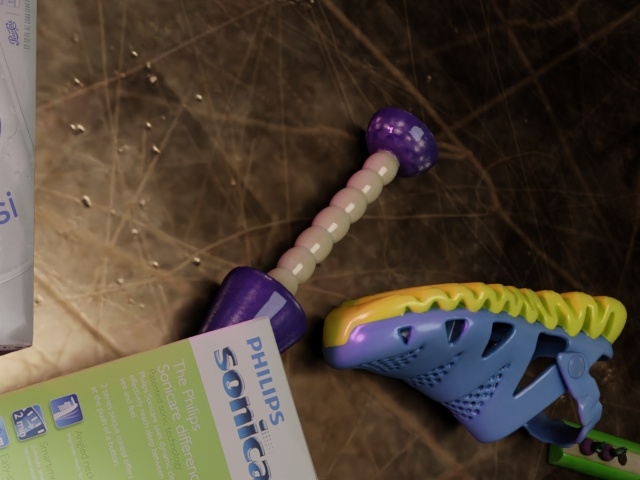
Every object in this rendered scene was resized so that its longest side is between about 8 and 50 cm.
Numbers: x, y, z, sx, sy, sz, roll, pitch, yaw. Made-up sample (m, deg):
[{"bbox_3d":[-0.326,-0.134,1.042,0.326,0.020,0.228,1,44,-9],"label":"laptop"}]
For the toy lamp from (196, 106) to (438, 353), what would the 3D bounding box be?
[{"bbox_3d":[0.000,0.000,0.809,0.080,0.080,0.275,48,61,-14],"label":"toy lamp"}]

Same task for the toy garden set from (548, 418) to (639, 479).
[{"bbox_3d":[0.296,0.313,0.941,0.203,0.049,0.244,21,69,-27],"label":"toy garden set"}]

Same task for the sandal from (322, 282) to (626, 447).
[{"bbox_3d":[0.144,0.108,0.853,0.317,0.126,0.138,7,80,-29],"label":"sandal"}]

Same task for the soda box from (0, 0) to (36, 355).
[{"bbox_3d":[-0.246,-0.066,0.660,0.091,0.098,0.286,4,78,-31],"label":"soda box"}]

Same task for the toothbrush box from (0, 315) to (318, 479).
[{"bbox_3d":[-0.143,0.183,0.582,0.283,0.122,0.206,-15,86,-33],"label":"toothbrush box"}]
